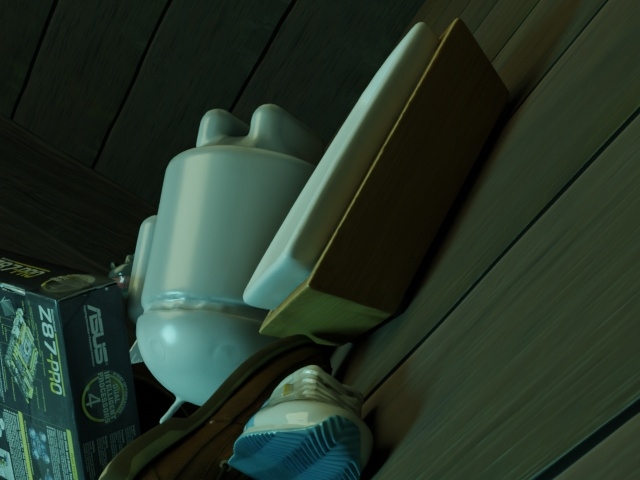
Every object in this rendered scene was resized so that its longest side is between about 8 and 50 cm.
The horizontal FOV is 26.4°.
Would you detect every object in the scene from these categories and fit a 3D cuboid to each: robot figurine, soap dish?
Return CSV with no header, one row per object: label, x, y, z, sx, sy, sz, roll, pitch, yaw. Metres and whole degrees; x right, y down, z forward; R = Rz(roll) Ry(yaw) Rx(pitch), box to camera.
robot figurine,-0.087,0.032,1.489,0.300,0.199,0.354,-2,70,36
soap dish,0.053,-0.041,1.278,0.291,0.118,0.229,-61,5,-19

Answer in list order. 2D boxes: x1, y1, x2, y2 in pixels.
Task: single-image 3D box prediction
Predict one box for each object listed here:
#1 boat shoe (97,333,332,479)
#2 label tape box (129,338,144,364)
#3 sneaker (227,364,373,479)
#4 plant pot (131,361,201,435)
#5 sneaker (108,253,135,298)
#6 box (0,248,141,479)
boat shoe,-0.066,0.188,1.190,0.307,0.104,0.111,-35,-29,-49
label tape box,-0.228,0.214,2.201,0.334,0.106,0.240,-58,-16,4
sneaker,-0.010,0.136,1.010,0.092,0.087,0.228,-58,6,-17
plant pot,-0.205,0.244,1.831,0.215,0.215,0.230,-57,-10,23
sneaker,-0.177,0.104,1.974,0.097,0.276,0.135,136,147,-68
box,-0.340,0.220,1.664,0.097,0.395,0.318,-17,18,-37
